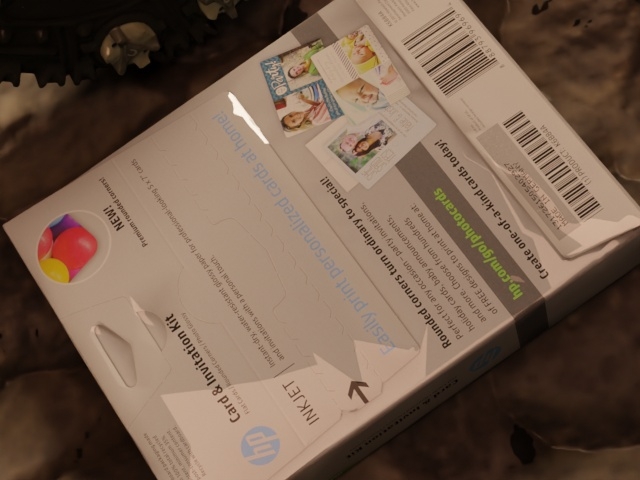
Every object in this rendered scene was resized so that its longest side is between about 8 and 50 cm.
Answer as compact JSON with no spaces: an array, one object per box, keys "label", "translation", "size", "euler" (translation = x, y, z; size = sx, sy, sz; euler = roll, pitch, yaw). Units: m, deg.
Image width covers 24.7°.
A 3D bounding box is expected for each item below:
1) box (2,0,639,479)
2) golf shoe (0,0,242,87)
[{"label":"box","translation":[0.000,0.000,0.524],"size":[0.186,0.038,0.145],"euler":[-35,65,-4]},{"label":"golf shoe","translation":[-0.053,-0.157,0.574],"size":[0.273,0.105,0.120],"euler":[-30,56,-10]}]
